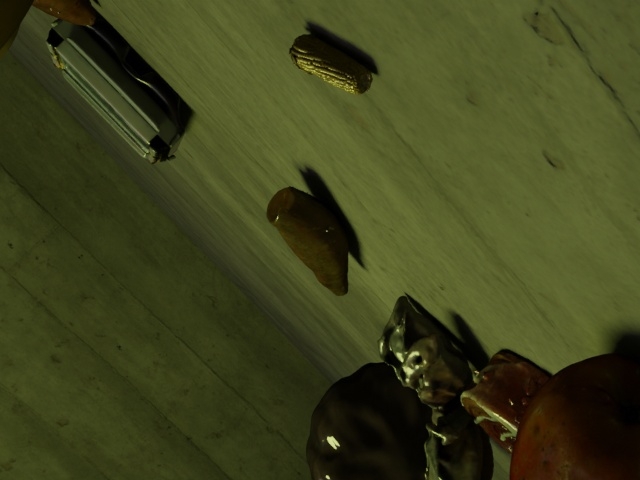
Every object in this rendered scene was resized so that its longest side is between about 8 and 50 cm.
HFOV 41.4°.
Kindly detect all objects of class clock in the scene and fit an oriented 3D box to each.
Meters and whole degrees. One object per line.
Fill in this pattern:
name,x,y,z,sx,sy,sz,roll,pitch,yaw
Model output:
clock,-0.301,-0.227,1.290,0.253,0.083,0.186,46,170,-8

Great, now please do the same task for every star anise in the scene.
star anise,0.148,0.201,1.076,0.198,0.110,0.258,-65,-47,-77

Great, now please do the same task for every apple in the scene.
apple,0.224,0.169,0.673,0.147,0.156,0.158,33,136,45

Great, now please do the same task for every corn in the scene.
corn,0.005,-0.134,0.645,0.083,0.028,0.027,37,175,35

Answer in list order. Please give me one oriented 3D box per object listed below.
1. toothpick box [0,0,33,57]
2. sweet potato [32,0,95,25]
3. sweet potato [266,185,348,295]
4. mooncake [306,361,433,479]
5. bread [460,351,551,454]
toothpick box,-0.382,-0.277,0.581,0.409,0.409,0.425,46,167,-8
sweet potato,-0.355,-0.343,0.987,0.112,0.112,0.359,43,-173,6
sweet potato,0.000,0.000,1.078,0.077,0.077,0.244,37,173,34
mooncake,0.118,0.333,1.341,0.283,0.283,0.141,44,168,0
bread,0.233,0.200,0.949,0.160,0.073,0.160,43,169,10
